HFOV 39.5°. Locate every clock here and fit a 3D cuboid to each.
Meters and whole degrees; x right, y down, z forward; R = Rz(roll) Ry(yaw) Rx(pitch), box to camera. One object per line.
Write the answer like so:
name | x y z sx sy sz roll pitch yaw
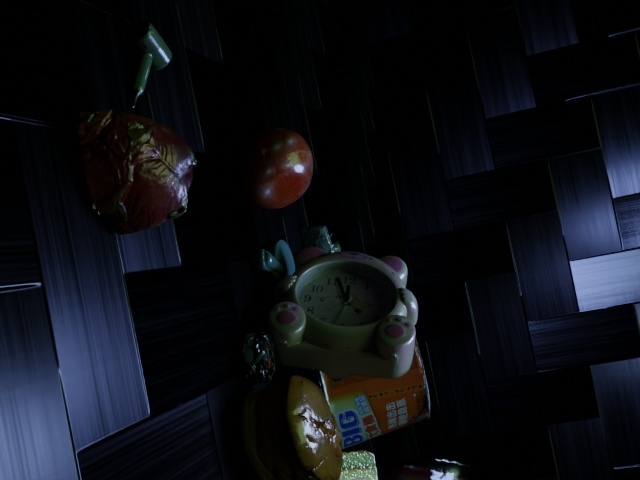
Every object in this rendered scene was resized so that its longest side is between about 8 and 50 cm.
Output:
clock | 0.049 0.131 1.748 0.309 0.284 0.114 -78 172 -53

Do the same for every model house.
model house | 0.000 0.000 2.133 0.066 0.079 0.083 -51 127 -74

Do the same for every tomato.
tomato | -0.088 -0.147 1.784 0.167 0.167 0.167 -12 90 -75

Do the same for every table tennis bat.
table tennis bat | -0.086 0.064 1.847 0.244 0.040 0.153 44 41 -70

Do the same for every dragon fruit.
dragon fruit | -0.250 -0.102 1.205 0.161 0.127 0.120 60 16 -52

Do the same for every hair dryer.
hair dryer | -0.280 -0.265 1.390 0.071 0.047 0.150 55 38 -52

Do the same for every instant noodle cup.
instant noodle cup | 0.096 0.284 1.851 0.296 0.214 0.296 168 -90 -86

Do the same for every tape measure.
tape measure | -0.111 0.212 1.603 0.091 0.054 0.094 20 66 -75

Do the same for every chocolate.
chocolate | 0.235 0.653 2.156 0.283 0.284 0.186 55 29 -57

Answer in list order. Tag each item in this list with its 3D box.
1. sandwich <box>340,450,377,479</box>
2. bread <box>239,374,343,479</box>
sandwich | 0.038 0.540 1.988 0.187 0.144 0.117 131 -43 -62
bread | -0.041 0.351 1.588 0.269 0.143 0.195 58 23 -52
